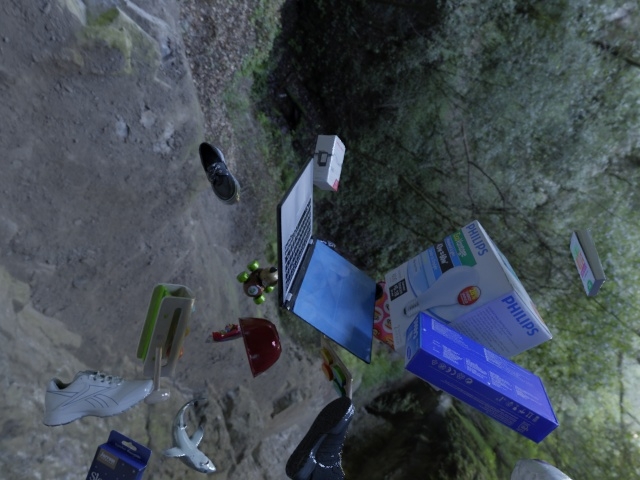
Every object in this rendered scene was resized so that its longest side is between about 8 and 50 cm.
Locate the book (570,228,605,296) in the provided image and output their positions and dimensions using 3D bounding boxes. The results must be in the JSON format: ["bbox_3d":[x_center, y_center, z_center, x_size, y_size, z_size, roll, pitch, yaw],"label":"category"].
[{"bbox_3d":[0.677,0.057,1.057,0.035,0.144,0.096,-9,145,15],"label":"book"}]

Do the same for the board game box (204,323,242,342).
[{"bbox_3d":[-0.322,0.308,1.413,0.133,0.033,0.168,-8,-179,-7],"label":"board game box"}]

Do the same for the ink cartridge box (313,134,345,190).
[{"bbox_3d":[0.024,-0.246,1.326,0.109,0.063,0.151,27,73,-69],"label":"ink cartridge box"}]

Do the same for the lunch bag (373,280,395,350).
[{"bbox_3d":[0.311,0.298,1.665,0.258,0.293,0.120,-56,158,-2],"label":"lunch bag"}]

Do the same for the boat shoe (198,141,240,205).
[{"bbox_3d":[-0.303,-0.203,1.216,0.080,0.229,0.076,-29,151,9],"label":"boat shoe"}]

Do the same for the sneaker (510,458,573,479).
[{"bbox_3d":[0.314,0.443,0.556,0.152,0.114,0.306,-29,108,-42],"label":"sneaker"}]

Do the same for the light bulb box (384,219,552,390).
[{"bbox_3d":[0.417,0.189,1.264,0.361,0.358,0.225,-35,115,22],"label":"light bulb box"}]

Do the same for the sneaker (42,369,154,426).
[{"bbox_3d":[-0.622,0.423,1.159,0.296,0.130,0.111,-8,178,-11],"label":"sneaker"}]

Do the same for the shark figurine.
[{"bbox_3d":[-0.454,0.642,1.357,0.166,0.278,0.116,13,119,-33],"label":"shark figurine"}]

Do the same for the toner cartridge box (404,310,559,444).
[{"bbox_3d":[0.371,0.318,0.993,0.075,0.347,0.165,-61,178,23],"label":"toner cartridge box"}]

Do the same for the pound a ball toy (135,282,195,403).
[{"bbox_3d":[-0.480,0.324,1.327,0.135,0.208,0.320,11,99,-37],"label":"pound a ball toy"}]

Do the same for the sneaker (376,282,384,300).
[{"bbox_3d":[0.094,0.171,1.483,0.292,0.102,0.146,4,166,-17],"label":"sneaker"}]

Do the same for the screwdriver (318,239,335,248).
[{"bbox_3d":[0.000,0.000,1.414,0.025,0.024,0.169,-39,148,17],"label":"screwdriver"}]

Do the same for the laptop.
[{"bbox_3d":[0.043,0.032,1.108,0.236,0.382,0.409,5,118,7],"label":"laptop"}]

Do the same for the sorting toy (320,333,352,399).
[{"bbox_3d":[0.046,0.435,1.383,0.038,0.208,0.193,-20,136,-17],"label":"sorting toy"}]

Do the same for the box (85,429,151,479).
[{"bbox_3d":[-0.531,0.619,1.057,0.036,0.136,0.226,35,74,-75],"label":"box"}]

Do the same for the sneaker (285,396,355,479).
[{"bbox_3d":[0.009,0.330,0.634,0.170,0.051,0.089,-46,114,-21],"label":"sneaker"}]

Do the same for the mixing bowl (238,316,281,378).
[{"bbox_3d":[-0.172,0.301,1.218,0.098,0.182,0.182,-13,145,-15],"label":"mixing bowl"}]

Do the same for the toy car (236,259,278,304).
[{"bbox_3d":[-0.231,0.169,1.769,0.188,0.155,0.149,-14,-153,40],"label":"toy car"}]
